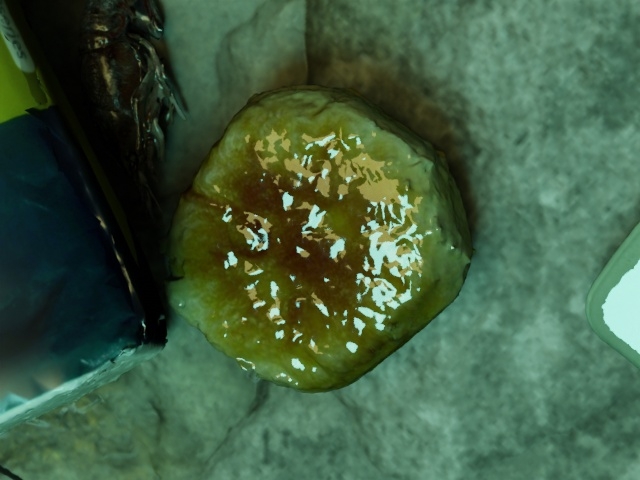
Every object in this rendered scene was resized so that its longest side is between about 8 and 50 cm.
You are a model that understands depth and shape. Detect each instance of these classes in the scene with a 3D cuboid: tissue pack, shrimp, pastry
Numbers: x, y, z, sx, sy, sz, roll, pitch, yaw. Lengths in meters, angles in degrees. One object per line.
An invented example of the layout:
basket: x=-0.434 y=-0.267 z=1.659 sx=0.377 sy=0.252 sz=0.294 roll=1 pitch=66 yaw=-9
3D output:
tissue pack: x=-0.287 y=-0.066 z=0.909 sx=0.253 sy=0.264 sz=0.417 roll=-27 pitch=87 yaw=-8
shrimp: x=-0.126 y=-0.093 z=0.987 sx=0.056 sy=0.065 sz=0.165 roll=0 pitch=105 yaw=51
pastry: x=0.000 y=0.000 z=0.936 sx=0.182 sy=0.093 sz=0.192 roll=40 pitch=112 yaw=9

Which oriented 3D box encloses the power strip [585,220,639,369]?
power strip: x=0.307 y=0.050 z=0.850 sx=0.265 sy=0.059 sz=0.194 roll=39 pitch=111 yaw=11
